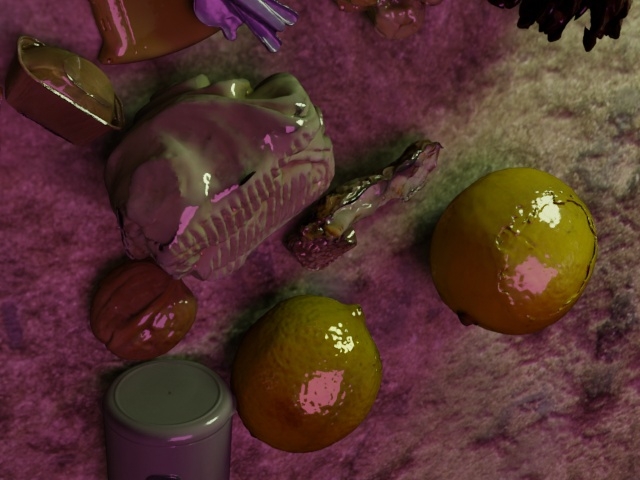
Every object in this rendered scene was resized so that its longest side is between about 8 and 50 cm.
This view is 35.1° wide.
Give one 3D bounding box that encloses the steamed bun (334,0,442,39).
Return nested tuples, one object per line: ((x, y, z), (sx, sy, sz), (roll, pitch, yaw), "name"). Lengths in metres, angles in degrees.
((0.119, -0.403, 1.523), (0.177, 0.106, 0.192), (30, 98, -38), "steamed bun")

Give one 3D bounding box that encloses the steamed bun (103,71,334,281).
((-0.162, -0.117, 1.449), (0.394, 0.237, 0.346), (-24, 154, -53), "steamed bun")

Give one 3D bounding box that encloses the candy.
((0.000, 0.000, 1.697), (0.110, 0.085, 0.095), (-42, 140, 11), "candy")

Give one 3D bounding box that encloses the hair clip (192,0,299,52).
((-0.138, -0.371, 1.390), (0.278, 0.090, 0.137), (39, 76, -48), "hair clip")

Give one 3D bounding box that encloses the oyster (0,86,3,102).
((-0.505, -0.119, 1.370), (0.133, 0.072, 0.209), (-7, 139, -32), "oyster")

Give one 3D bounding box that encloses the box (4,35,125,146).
((-0.347, -0.205, 1.383), (0.177, 0.111, 0.111), (33, 97, -38), "box")

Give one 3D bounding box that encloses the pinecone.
((0.370, -0.437, 1.547), (0.296, 0.298, 0.242), (18, 147, -26), "pinecone")

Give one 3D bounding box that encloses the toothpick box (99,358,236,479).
((-0.251, 0.385, 1.679), (0.229, 0.229, 0.316), (-10, 121, -24), "toothpick box")

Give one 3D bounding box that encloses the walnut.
((-0.278, 0.109, 1.570), (0.166, 0.149, 0.166), (0, 105, -1), "walnut")

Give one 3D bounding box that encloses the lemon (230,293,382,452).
((-0.024, 0.224, 1.706), (0.267, 0.267, 0.267), (-13, 121, -22), "lemon")

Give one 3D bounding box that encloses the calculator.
((-0.215, -0.339, 1.422), (0.236, 0.033, 0.157), (-26, 125, -17), "calculator")

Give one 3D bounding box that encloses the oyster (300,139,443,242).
((0.080, -0.084, 1.645), (0.345, 0.078, 0.128), (-30, 163, -37), "oyster")

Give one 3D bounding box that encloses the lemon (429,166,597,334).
((0.336, 0.018, 1.765), (0.297, 0.297, 0.297), (-13, 121, -22), "lemon")
